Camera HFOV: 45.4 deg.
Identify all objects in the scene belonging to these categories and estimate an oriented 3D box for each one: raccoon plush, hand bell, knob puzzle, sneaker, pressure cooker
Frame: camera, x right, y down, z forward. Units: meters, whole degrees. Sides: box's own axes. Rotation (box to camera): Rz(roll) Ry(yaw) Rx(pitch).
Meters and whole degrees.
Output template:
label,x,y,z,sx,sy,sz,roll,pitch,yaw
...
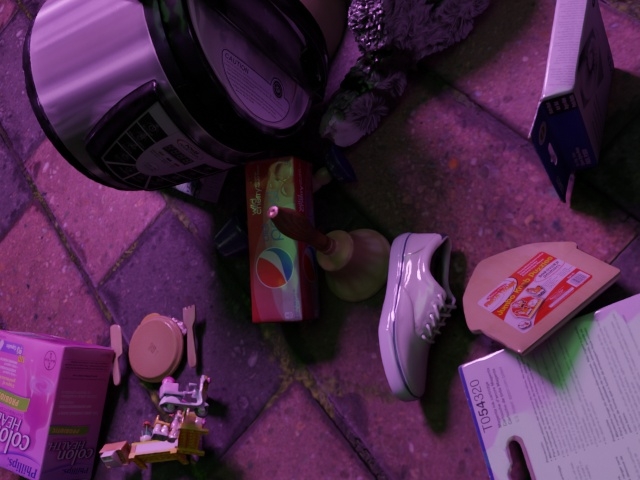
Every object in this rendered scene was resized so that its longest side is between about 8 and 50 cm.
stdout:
label,x,y,z,sx,sy,sz,roll,pitch,yaw
raccoon plush,0.075,-0.423,1.321,0.446,0.216,0.299,-45,45,10
hand bell,0.000,0.000,1.155,0.126,0.242,0.126,-14,63,29
knob puzzle,0.279,0.070,1.042,0.213,0.030,0.213,-24,30,15
sneaker,0.146,0.102,1.108,0.091,0.094,0.258,-12,64,35
pressure cooker,-0.209,-0.295,1.217,0.421,0.370,0.375,-15,105,28

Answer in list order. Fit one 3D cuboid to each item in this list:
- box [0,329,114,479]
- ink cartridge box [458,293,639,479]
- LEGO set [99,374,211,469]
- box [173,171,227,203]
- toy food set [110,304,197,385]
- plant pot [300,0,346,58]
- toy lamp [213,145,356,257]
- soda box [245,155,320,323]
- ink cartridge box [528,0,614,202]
label,x,y,z,sx,sy,sz,roll,pitch,yaw
box,-0.517,0.303,1.429,0.214,0.117,0.242,5,84,37
ink cartridge box,0.364,0.246,0.918,0.330,0.071,0.324,-28,57,26
LEGO set,-0.258,0.303,1.293,0.287,0.132,0.107,-42,32,41
box,-0.288,-0.228,1.544,0.322,0.058,0.232,22,93,40
toy food set,-0.298,0.196,1.410,0.192,0.038,0.132,-15,70,23
plant pot,-0.120,-0.438,1.455,0.284,0.191,0.284,-13,65,29
toy lamp,-0.068,-0.059,1.334,0.275,0.080,0.080,-31,56,17
soda box,-0.061,0.000,1.242,0.092,0.083,0.263,-5,86,21
ink cartridge box,0.341,-0.189,1.017,0.045,0.223,0.223,7,75,30
